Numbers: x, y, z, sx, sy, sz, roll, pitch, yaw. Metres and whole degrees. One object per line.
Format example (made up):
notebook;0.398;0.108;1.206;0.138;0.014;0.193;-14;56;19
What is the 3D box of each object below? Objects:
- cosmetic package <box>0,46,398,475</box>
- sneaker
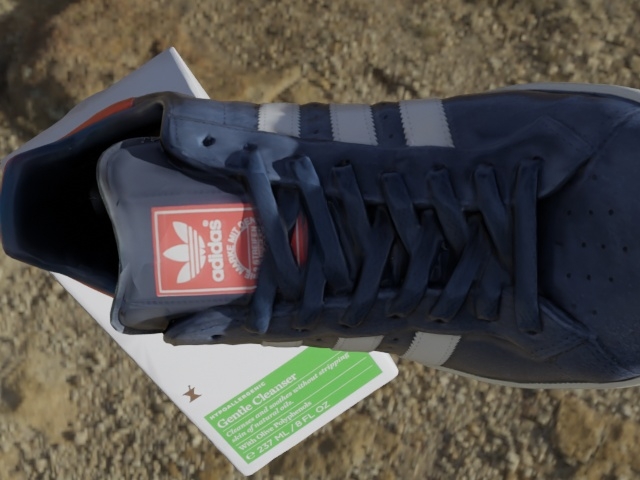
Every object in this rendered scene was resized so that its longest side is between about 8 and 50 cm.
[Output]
cosmetic package;-0.106;0.029;1.076;0.197;0.365;0.155;-35;38;3
sneaker;0.000;0.000;0.475;0.350;0.131;0.148;3;7;40
